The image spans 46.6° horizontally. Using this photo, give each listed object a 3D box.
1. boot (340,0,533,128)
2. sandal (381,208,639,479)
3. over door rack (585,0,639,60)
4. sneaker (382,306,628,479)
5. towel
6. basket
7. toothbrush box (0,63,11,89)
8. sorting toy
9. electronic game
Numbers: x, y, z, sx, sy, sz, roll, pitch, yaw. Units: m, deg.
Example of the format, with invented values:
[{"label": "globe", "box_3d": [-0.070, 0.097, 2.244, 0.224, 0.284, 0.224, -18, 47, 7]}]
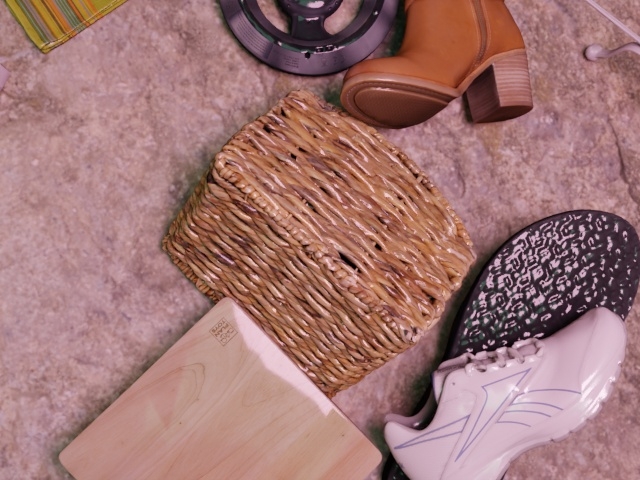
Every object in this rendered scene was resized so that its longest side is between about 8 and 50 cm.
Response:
[{"label": "boot", "box_3d": [0.127, -0.253, 0.875, 0.284, 0.109, 0.220, -7, 79, -27]}, {"label": "sandal", "box_3d": [0.212, 0.147, 0.903, 0.168, 0.107, 0.445, 32, 97, -3]}, {"label": "over door rack", "box_3d": [0.411, -0.353, 0.944, 0.240, 0.108, 0.324, -38, 79, -8]}, {"label": "sneaker", "box_3d": [0.196, 0.167, 0.800, 0.297, 0.111, 0.129, -41, 91, 6]}, {"label": "towel", "box_3d": [-0.274, -0.337, 0.921, 0.237, 0.021, 0.102, -36, 91, -6]}, {"label": "basket", "box_3d": [0.000, 0.000, 0.888, 0.299, 0.223, 0.213, 42, 52, -1]}, {"label": "toothbrush box", "box_3d": [-0.529, -0.139, 0.838, 0.206, 0.122, 0.283, 30, 83, -3]}, {"label": "sorting toy", "box_3d": [-0.111, 0.241, 0.862, 0.257, 0.089, 0.255, -44, 91, -4]}, {"label": "electronic game", "box_3d": [-0.013, -0.318, 0.927, 0.230, 0.048, 0.229, 0, 86, -6]}]
